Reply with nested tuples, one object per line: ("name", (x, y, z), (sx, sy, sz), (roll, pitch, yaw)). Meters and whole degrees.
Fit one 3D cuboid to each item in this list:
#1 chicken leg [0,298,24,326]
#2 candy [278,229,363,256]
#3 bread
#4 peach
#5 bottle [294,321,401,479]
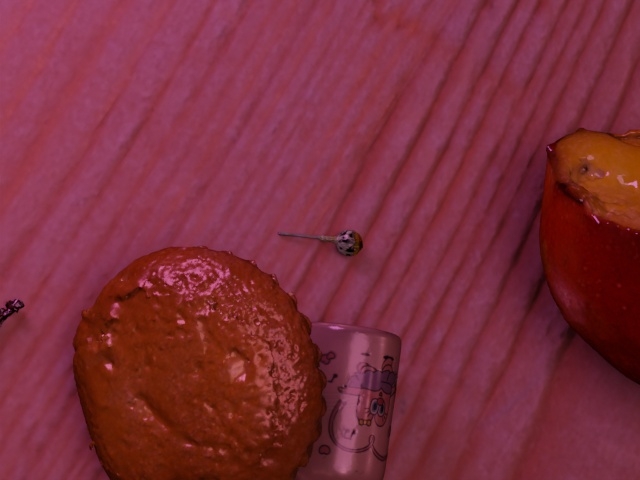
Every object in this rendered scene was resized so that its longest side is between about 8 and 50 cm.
("chicken leg", (-0.300, 0.066, 1.339), (0.083, 0.021, 0.036), (5, 73, -22))
("candy", (0.000, 0.000, 1.471), (0.083, 0.025, 0.023), (4, 55, -13))
("bread", (-0.099, 0.118, 1.325), (0.239, 0.139, 0.240), (2, 96, 21))
("peach", (0.362, 0.006, 1.489), (0.338, 0.281, 0.281), (43, 71, -13))
("bottle", (0.008, 0.184, 1.415), (0.110, 0.097, 0.209), (7, 81, 14))
